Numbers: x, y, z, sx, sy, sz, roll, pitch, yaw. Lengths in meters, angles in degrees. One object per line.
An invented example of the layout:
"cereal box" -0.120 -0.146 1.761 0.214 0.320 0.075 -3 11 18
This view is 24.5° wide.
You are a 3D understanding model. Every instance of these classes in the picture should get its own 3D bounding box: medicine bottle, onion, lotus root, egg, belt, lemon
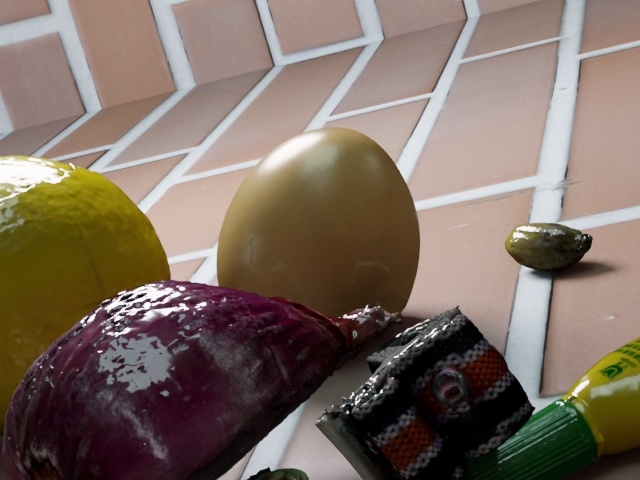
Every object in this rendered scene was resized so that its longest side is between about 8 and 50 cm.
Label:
"medicine bottle" 0.213 0.128 1.101 0.260 0.064 0.095 -25 29 -18
"onion" -0.104 0.099 1.166 0.348 0.159 0.267 -36 2 -35
"lotus root" 0.237 0.006 1.516 0.099 0.049 0.054 1 3 41
"egg" 0.000 0.000 1.464 0.201 0.244 0.201 10 33 -6
"belt" 0.084 0.111 1.078 0.126 0.094 0.359 -38 -2 6
"lemon" -0.299 0.052 1.478 0.297 0.297 0.297 -15 16 4

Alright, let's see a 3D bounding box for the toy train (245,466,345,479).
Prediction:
"toy train" -0.046 0.226 1.010 0.194 0.081 0.125 -24 22 -30
